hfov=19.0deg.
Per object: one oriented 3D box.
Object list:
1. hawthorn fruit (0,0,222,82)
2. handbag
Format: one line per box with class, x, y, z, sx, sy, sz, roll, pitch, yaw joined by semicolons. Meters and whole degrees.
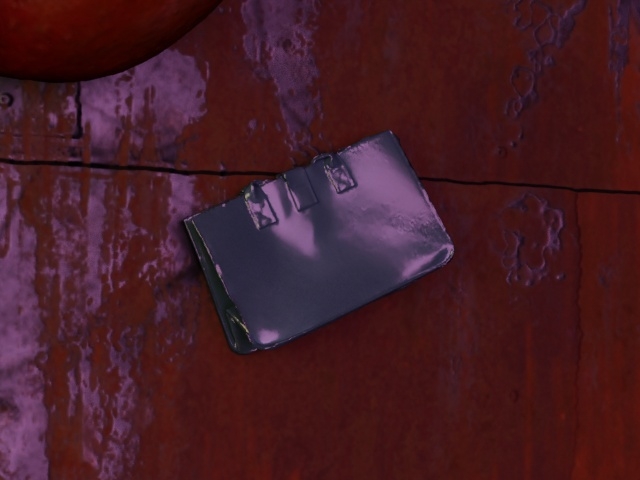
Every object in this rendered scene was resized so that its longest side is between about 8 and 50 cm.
hawthorn fruit;-0.183;-0.272;1.532;0.295;0.295;0.311;17;84;-21
handbag;0.000;0.000;1.708;0.221;0.057;0.144;-23;92;-22
